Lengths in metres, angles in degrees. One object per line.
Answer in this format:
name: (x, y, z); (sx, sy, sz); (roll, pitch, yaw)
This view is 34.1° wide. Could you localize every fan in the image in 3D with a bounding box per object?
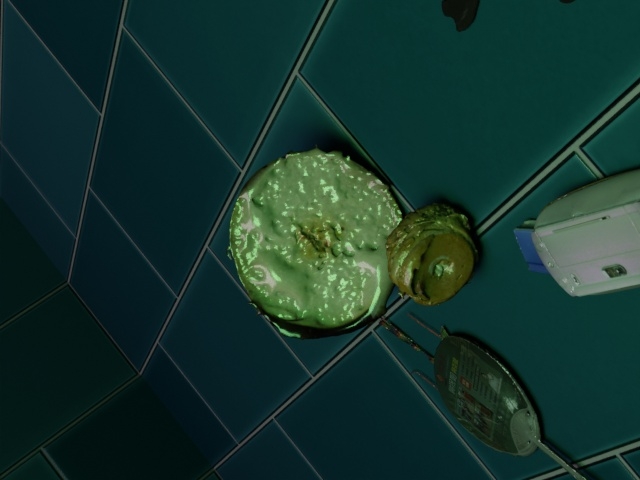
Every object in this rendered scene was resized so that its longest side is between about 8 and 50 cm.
fan: (0.262, 0.265, 1.526); (0.294, 0.012, 0.223); (52, 153, 5)

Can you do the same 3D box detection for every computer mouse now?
computer mouse: (0.322, -0.006, 1.072); (0.126, 0.056, 0.245); (56, 149, -7)

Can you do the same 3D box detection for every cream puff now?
cream puff: (0.139, 0.015, 1.340); (0.104, 0.119, 0.133); (-144, 54, -66)

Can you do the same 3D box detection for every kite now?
kite: (0.178, 0.187, 1.589); (0.244, 0.006, 0.198); (33, 147, 35)

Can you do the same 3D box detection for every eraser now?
eraser: (0.271, 0.009, 1.207); (0.084, 0.027, 0.063); (7, 128, 55)

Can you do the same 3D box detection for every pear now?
pear: (0.000, -0.003, 1.488); (0.267, 0.267, 0.178); (56, -175, -4)

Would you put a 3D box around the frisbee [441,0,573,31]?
frisbee: (0.163, -0.276, 1.059); (0.211, 0.012, 0.187); (44, 153, 16)
